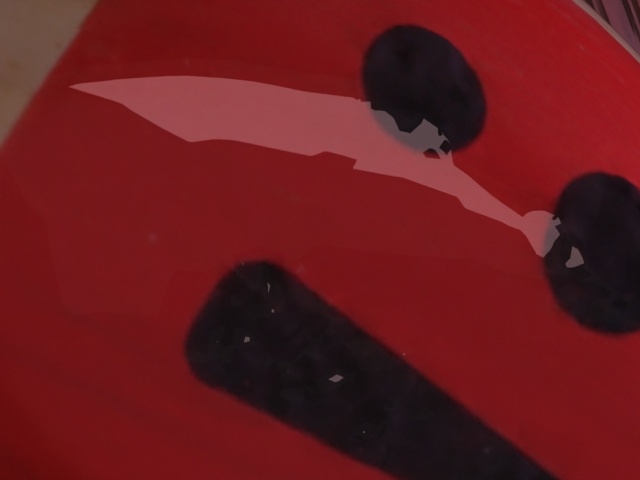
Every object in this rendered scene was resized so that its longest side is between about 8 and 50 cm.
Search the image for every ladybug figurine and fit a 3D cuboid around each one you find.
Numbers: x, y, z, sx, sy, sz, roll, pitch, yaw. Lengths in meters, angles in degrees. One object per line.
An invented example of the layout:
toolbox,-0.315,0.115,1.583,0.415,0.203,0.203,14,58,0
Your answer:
ladybug figurine,0.003,0.031,0.480,0.449,0.162,0.305,29,96,-15
